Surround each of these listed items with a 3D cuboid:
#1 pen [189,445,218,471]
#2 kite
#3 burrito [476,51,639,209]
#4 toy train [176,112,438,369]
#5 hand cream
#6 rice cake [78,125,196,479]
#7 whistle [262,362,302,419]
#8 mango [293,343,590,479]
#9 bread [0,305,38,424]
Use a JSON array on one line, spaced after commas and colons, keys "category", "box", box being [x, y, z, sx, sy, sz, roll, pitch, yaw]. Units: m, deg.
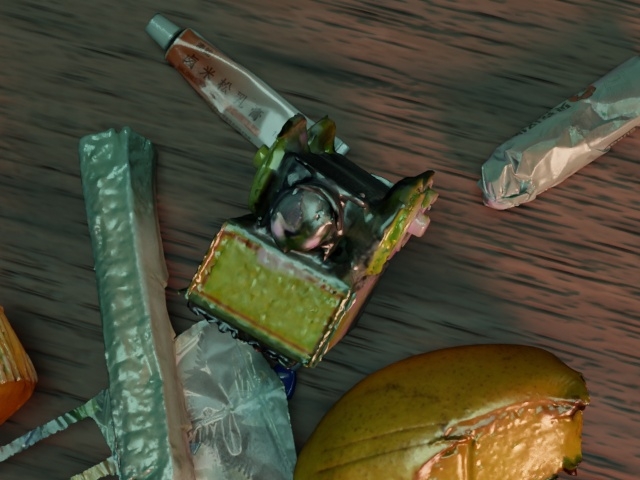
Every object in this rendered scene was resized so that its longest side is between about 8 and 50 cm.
[{"category": "pen", "box": [-0.031, 0.216, 1.067, 0.269, 0.033, 0.033, 16, 84, 5]}, {"category": "kite", "box": [-0.177, 0.179, 1.058, 0.310, 0.015, 0.169, -18, 72, -2]}, {"category": "burrito", "box": [0.224, -0.095, 1.077, 0.203, 0.064, 0.064, -35, 82, -3]}, {"category": "toy train", "box": [0.000, 0.000, 0.986, 0.134, 0.261, 0.177, 29, 99, 8]}, {"category": "hand cream", "box": [-0.075, -0.129, 1.116, 0.216, 0.038, 0.052, 40, 114, 4]}, {"category": "rice cake", "box": [-0.158, 0.066, 1.051, 0.063, 0.066, 0.336, -13, 72, 11]}, {"category": "whistle", "box": [-0.035, 0.122, 1.081, 0.033, 0.029, 0.083, 12, 76, 42]}, {"category": "mango", "box": [0.100, 0.169, 1.016, 0.252, 0.126, 0.154, -17, 83, 3]}, {"category": "bread", "box": [-0.336, 0.141, 1.045, 0.190, 0.132, 0.114, -31, 81, 3]}]
